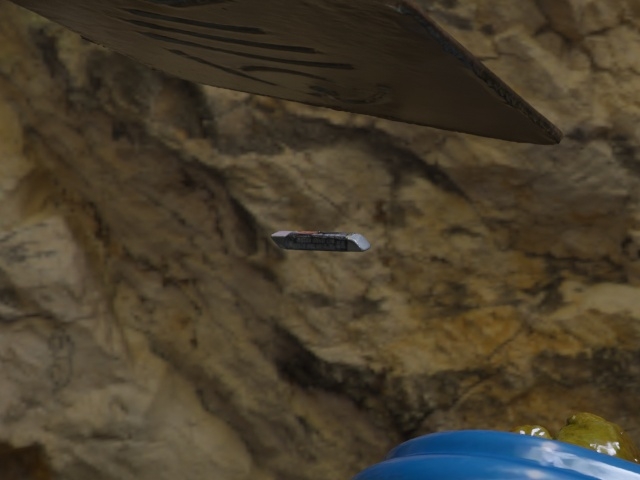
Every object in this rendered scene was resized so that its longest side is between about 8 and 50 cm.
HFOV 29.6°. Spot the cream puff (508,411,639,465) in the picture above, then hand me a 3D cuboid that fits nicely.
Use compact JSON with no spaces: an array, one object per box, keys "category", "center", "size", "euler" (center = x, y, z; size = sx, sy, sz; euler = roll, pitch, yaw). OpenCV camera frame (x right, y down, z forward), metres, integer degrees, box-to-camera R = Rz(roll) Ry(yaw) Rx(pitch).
[{"category":"cream puff","center":[0.241,0.270,1.072],"size":[0.196,0.244,0.244],"euler":[-5,-92,24]}]

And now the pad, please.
[{"category":"pad","center":[-0.036,-0.103,0.641],"size":[0.286,0.284,0.018],"euler":[15,-92,28]}]

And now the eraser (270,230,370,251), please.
[{"category":"eraser","center":[0.000,0.000,1.188],"size":[0.099,0.027,0.019],"euler":[1,-80,24]}]

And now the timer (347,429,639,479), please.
[{"category":"timer","center":[0.141,0.211,0.542],"size":[0.309,0.115,0.340],"euler":[17,-34,11]}]
